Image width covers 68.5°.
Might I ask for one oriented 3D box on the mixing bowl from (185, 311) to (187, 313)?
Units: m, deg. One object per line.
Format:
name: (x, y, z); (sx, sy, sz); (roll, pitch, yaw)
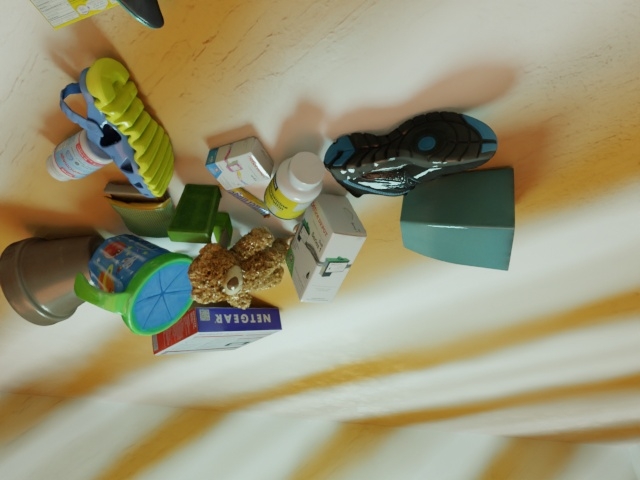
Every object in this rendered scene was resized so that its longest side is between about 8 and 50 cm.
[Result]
mixing bowl: (-0.524, 0.202, 1.578); (0.182, 0.098, 0.181); (3, 144, 3)

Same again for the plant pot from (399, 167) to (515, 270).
plant pot: (0.304, -0.047, 1.059); (0.235, 0.165, 0.165); (2, 145, 17)

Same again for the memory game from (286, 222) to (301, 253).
memory game: (0.000, 0.000, 1.229); (0.187, 0.012, 0.186); (-12, 134, -13)

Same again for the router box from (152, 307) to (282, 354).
router box: (-0.355, 0.314, 1.625); (0.336, 0.082, 0.301); (9, 151, -44)

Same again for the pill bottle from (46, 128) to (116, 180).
pill bottle: (-0.532, -0.187, 1.041); (0.160, 0.087, 0.087); (-18, 138, 30)

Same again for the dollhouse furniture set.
dollhouse furniture set: (-0.396, -0.028, 1.190); (0.302, 0.151, 0.197); (4, 145, 4)

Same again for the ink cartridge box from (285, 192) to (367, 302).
ink cartridge box: (0.006, 0.017, 1.126); (0.093, 0.160, 0.219); (6, 127, -26)

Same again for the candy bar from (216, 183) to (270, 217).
candy bar: (-0.182, -0.103, 1.169); (0.040, 0.018, 0.162); (-25, 134, 36)

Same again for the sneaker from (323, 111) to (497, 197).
sneaker: (0.183, -0.164, 0.957); (0.341, 0.124, 0.139); (-2, 149, 28)

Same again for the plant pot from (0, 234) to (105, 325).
plant pot: (-0.726, 0.086, 1.355); (0.230, 0.262, 0.263); (-21, 140, 5)

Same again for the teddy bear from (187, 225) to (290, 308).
teddy bear: (-0.177, 0.078, 1.204); (0.245, 0.113, 0.338); (-46, 158, 8)

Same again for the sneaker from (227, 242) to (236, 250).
sneaker: (-0.306, 0.099, 1.395); (0.169, 0.108, 0.292); (6, 146, -6)

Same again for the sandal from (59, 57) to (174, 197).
sandal: (-0.411, -0.218, 0.965); (0.138, 0.126, 0.317); (-1, 136, 15)

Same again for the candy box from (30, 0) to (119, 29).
candy box: (-0.383, -0.417, 0.749); (0.206, 0.027, 0.105); (-9, 140, 19)

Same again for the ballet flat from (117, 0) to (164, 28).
ballet flat: (-0.300, -0.401, 0.681); (0.074, 0.074, 0.203); (-23, 134, 34)

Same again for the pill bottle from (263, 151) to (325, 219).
pill bottle: (-0.055, -0.119, 1.022); (0.103, 0.103, 0.184); (16, 158, -14)

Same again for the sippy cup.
sippy cup: (-0.484, 0.098, 1.259); (0.224, 0.240, 0.305); (29, 163, 25)

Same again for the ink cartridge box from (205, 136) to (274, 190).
ink cartridge box: (-0.178, -0.169, 1.046); (0.123, 0.052, 0.088); (-13, 140, 22)
